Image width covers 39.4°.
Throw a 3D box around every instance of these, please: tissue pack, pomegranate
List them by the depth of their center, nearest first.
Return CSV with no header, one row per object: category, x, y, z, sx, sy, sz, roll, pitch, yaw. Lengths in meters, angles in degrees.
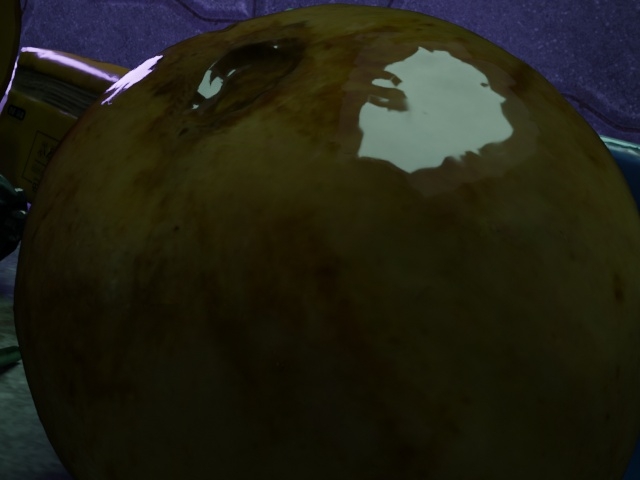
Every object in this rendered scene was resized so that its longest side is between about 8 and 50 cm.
pomegranate,0.011,0.042,0.494,0.338,0.338,0.338,16,8,-2
tissue pack,-0.229,-0.104,1.208,0.293,0.228,0.382,11,10,-47

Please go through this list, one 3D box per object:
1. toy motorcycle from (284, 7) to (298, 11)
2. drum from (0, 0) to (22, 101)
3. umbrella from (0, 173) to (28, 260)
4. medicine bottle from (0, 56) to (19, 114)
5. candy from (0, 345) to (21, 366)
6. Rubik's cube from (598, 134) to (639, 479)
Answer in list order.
toy motorcycle,-0.007,-0.168,1.281,0.196,0.125,0.331,15,-32,53
drum,-0.592,-0.290,1.103,0.431,0.431,0.214,12,9,-28
umbrella,-0.372,-0.044,0.879,0.349,0.094,0.143,27,-18,27
medicine bottle,-0.446,-0.195,1.482,0.208,0.208,0.340,7,12,-46
candy,-0.229,0.087,0.531,0.091,0.083,0.305,15,0,2
Rubik's cube,0.338,0.086,0.798,0.290,0.291,0.291,19,8,28
